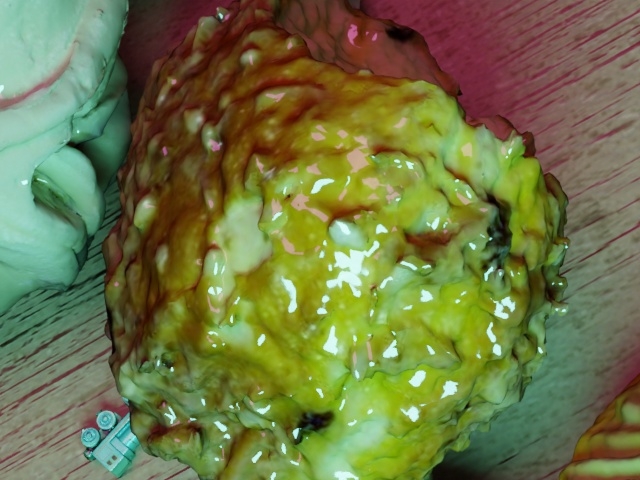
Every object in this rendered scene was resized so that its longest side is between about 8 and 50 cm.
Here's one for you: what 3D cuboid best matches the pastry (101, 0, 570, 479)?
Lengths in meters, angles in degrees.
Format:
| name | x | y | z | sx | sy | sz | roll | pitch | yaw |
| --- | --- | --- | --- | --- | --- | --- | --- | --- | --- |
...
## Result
| name | x | y | z | sx | sy | sz | roll | pitch | yaw |
| --- | --- | --- | --- | --- | --- | --- | --- | --- | --- |
| pastry | -0.004 | 0.017 | 1.283 | 0.337 | 0.292 | 0.405 | -61 | 30 | 14 |

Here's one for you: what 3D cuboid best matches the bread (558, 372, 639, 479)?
| name | x | y | z | sx | sy | sz | roll | pitch | yaw |
| --- | --- | --- | --- | --- | --- | --- | --- | --- | --- |
| bread | 0.309 | 0.129 | 1.166 | 0.388 | 0.183 | 0.236 | -35 | 78 | -16 |

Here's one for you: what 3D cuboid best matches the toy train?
| name | x | y | z | sx | sy | sz | roll | pitch | yaw |
| --- | --- | --- | --- | --- | --- | --- | --- | --- | --- |
| toy train | -0.144 | 0.137 | 1.435 | 0.045 | 0.029 | 0.092 | 39 | 81 | 25 |

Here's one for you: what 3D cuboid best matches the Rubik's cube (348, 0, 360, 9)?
| name | x | y | z | sx | sy | sz | roll | pitch | yaw |
| --- | --- | --- | --- | --- | --- | --- | --- | --- | --- |
| Rubik's cube | -0.002 | -0.214 | 1.533 | 0.084 | 0.075 | 0.073 | -4 | 63 | 18 |

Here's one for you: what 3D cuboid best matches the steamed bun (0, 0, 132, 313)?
| name | x | y | z | sx | sy | sz | roll | pitch | yaw |
| --- | --- | --- | --- | --- | --- | --- | --- | --- | --- |
| steamed bun | -0.263 | -0.090 | 1.459 | 0.339 | 0.247 | 0.352 | -24 | 52 | 58 |
